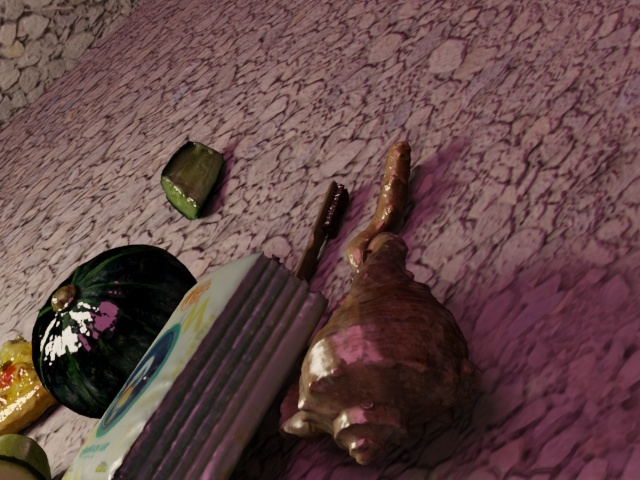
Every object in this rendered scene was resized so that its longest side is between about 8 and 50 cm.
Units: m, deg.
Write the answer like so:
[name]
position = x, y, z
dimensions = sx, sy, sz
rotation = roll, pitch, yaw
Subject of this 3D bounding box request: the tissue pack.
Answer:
[tissue pack]
position = -0.184, 0.223, 1.355
dimensions = 0.287, 0.162, 0.388
rotation = -26, 29, 58

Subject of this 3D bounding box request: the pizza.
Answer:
[pizza]
position = -0.611, 0.276, 1.849
dimensions = 0.280, 0.075, 0.287
rotation = -38, 34, 2

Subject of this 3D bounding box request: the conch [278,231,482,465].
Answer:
[conch]
position = 0.078, 0.159, 1.210
dimensions = 0.297, 0.210, 0.352
rotation = -43, 7, 39

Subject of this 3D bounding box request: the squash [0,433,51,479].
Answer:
[squash]
position = -0.518, 0.403, 1.548
dimensions = 0.170, 0.170, 0.123
rotation = -36, 16, 6

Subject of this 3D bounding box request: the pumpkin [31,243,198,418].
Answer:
[pumpkin]
position = -0.355, 0.146, 1.606
dimensions = 0.315, 0.238, 0.315
rotation = -24, 42, 23

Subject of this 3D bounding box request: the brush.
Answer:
[brush]
position = 0.000, 0.000, 1.602
dimensions = 0.036, 0.043, 0.248
rotation = -3, 48, 33

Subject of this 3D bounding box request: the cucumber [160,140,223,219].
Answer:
[cucumber]
position = -0.273, -0.126, 1.985
dimensions = 0.115, 0.085, 0.193
rotation = 18, 50, 1

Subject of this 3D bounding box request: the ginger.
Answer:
[ginger]
position = 0.105, -0.047, 1.529
dimensions = 0.089, 0.075, 0.288
rotation = 114, 177, -56
